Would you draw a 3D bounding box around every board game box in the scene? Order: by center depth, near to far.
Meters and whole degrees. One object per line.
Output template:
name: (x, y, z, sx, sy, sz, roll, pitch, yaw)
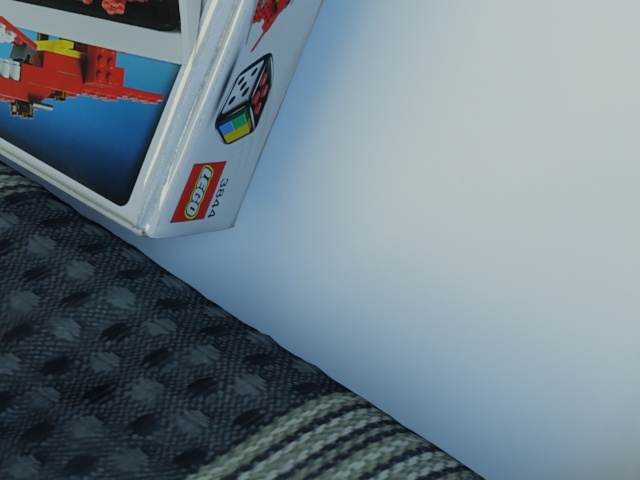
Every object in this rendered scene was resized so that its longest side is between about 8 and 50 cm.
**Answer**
board game box: (-0.121, -0.154, 0.554, 0.305, 0.053, 0.193, 30, 107, 22)

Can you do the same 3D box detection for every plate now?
plate: (0.000, 0.000, 0.557, 0.278, 0.045, 0.277, 18, 98, 25)

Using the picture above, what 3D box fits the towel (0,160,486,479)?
towel: (-0.151, 0.095, 0.421, 0.312, 0.324, 0.056, 31, 140, 42)
